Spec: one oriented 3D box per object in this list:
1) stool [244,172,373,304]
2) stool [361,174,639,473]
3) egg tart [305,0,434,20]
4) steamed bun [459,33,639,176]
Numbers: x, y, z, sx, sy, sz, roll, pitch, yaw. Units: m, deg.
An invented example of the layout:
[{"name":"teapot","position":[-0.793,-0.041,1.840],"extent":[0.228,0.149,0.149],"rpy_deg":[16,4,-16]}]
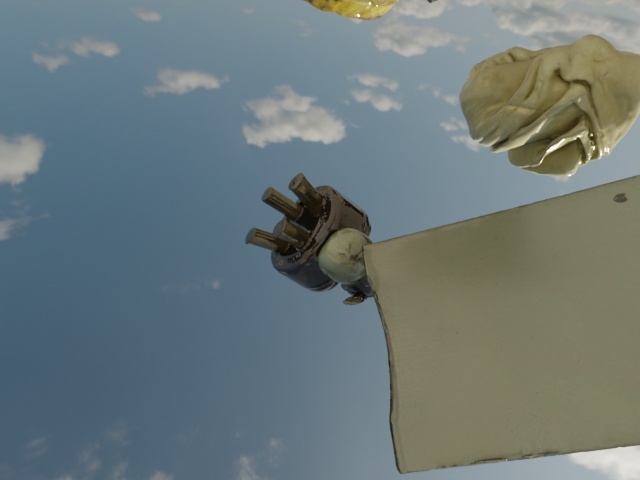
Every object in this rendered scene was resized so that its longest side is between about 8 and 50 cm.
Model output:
[{"name":"stool","position":[0.000,0.000,0.527],"extent":[0.121,0.125,0.217],"rpy_deg":[34,-178,-34]},{"name":"stool","position":[0.200,0.092,0.387],"extent":[0.270,0.243,0.170],"rpy_deg":[-14,-118,12]},{"name":"egg tart","position":[0.040,-0.469,0.743],"extent":[0.342,0.129,0.341],"rpy_deg":[11,-130,-14]},{"name":"steamed bun","position":[0.421,-0.240,0.853],"extent":[0.289,0.203,0.276],"rpy_deg":[15,173,-1]}]
